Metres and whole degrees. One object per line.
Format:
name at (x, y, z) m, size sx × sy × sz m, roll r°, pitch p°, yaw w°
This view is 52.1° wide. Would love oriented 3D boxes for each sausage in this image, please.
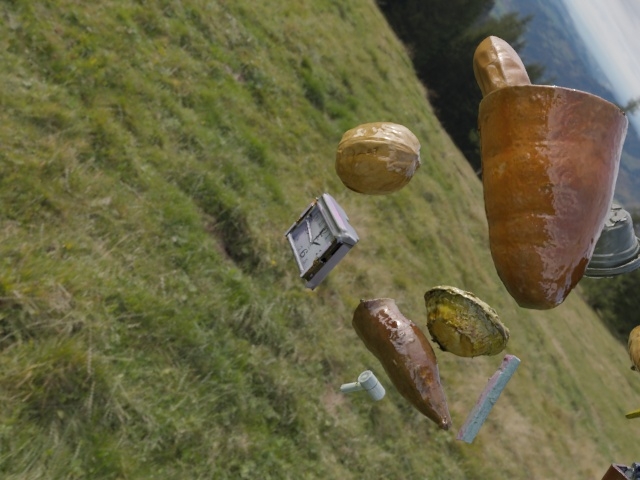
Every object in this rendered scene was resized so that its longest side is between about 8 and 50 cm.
sausage at (0.461, -0.404, 1.654) m, size 0.136 × 0.120 × 0.241 m, roll 24°, pitch 46°, yaw -45°

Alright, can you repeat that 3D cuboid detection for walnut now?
walnut at (0.122, -0.173, 1.392) m, size 0.159 × 0.207 × 0.159 m, roll 1°, pitch 88°, yaw -44°

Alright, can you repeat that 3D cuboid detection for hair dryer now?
hair dryer at (0.113, 0.429, 1.901) m, size 0.082 × 0.137 × 0.047 m, roll 56°, pitch 39°, yaw -20°

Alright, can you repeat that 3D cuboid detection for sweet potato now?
sweet potato at (0.198, 0.266, 1.452) m, size 0.131 × 0.131 × 0.336 m, roll 20°, pitch 27°, yaw -53°

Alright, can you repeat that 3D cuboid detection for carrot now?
carrot at (0.239, -0.036, 0.722) m, size 0.159 × 0.159 × 0.225 m, roll 17°, pitch 82°, yaw -55°

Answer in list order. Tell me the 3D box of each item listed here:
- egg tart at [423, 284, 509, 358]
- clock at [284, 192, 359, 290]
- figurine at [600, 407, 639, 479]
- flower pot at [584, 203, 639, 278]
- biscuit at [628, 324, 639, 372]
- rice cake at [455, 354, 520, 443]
egg tart at (0.311, 0.191, 1.450) m, size 0.212 × 0.212 × 0.090 m, roll 50°, pitch 59°, yaw -15°
clock at (0.000, 0.000, 1.767) m, size 0.083 × 0.186 × 0.253 m, roll 32°, pitch 19°, yaw -31°
figurine at (0.838, 0.598, 1.603) m, size 0.338 × 0.283 × 0.204 m, roll 62°, pitch 5°, yaw 13°
flower pot at (0.727, -0.012, 1.711) m, size 0.235 × 0.235 × 0.140 m, roll -73°, pitch 155°, yaw -59°
biscuit at (0.674, 0.194, 0.914) m, size 0.429 × 0.104 × 0.446 m, roll -2°, pitch 15°, yaw -34°
rice cake at (0.473, 0.447, 1.857) m, size 0.051 × 0.290 × 0.081 m, roll 31°, pitch 4°, yaw 11°
